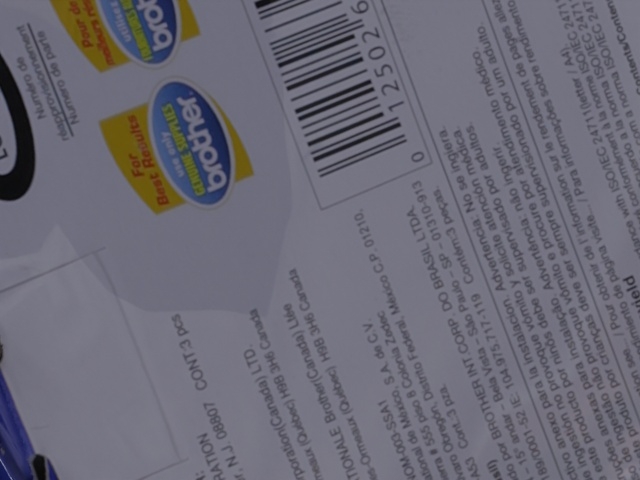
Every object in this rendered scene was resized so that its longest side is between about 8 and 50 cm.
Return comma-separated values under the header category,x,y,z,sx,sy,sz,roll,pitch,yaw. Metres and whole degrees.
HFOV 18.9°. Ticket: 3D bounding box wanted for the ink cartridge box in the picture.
category,x,y,z,sx,sy,sz,roll,pitch,yaw
ink cartridge box,0.000,0.000,0.667,0.395,0.270,0.151,-23,-173,-19
